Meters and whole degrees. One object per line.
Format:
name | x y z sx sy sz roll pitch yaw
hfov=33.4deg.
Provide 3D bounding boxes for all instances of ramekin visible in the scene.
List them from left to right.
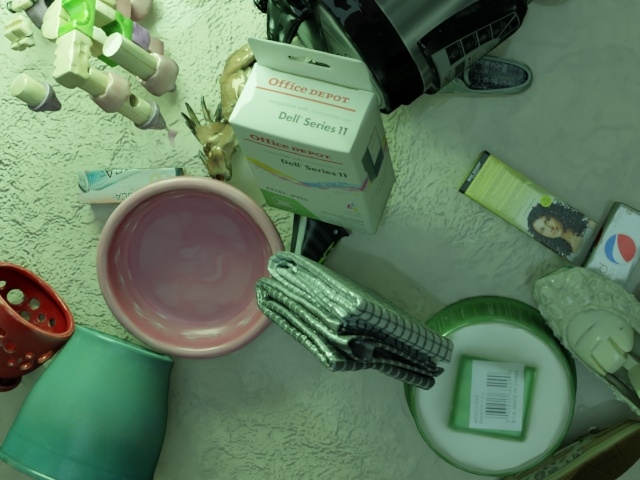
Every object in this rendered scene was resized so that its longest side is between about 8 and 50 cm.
ramekin | 0.290 0.252 1.817 0.304 0.148 0.303 0 94 7

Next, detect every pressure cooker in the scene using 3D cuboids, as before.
pressure cooker | 0.094 -0.405 1.672 0.420 0.375 0.370 -40 121 -3

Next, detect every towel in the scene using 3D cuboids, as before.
towel | 0.050 0.137 1.735 0.235 0.284 0.121 26 93 -37

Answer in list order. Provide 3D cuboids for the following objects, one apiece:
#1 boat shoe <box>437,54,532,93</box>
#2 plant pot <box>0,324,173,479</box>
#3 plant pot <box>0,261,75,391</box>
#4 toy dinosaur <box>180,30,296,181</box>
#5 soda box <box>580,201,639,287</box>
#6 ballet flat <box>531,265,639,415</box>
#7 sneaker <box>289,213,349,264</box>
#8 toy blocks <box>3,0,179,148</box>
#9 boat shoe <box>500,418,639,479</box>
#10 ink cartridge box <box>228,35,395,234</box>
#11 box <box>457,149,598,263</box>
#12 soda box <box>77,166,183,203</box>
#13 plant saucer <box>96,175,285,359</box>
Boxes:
boat shoe | 0.249 -0.289 1.820 0.228 0.081 0.079 4 94 6
plant pot | -0.381 0.294 1.855 0.272 0.271 0.255 21 83 5
plant pot | -0.563 0.160 1.894 0.191 0.191 0.174 46 100 2
toy dinosaur | -0.139 -0.259 1.859 0.127 0.200 0.295 30 72 -35
soda box | 0.489 0.044 1.820 0.074 0.069 0.216 27 96 4
ballet flat | 0.512 0.202 1.728 0.409 0.147 0.147 43 97 -2
sneaker | 0.000 0.000 1.868 0.097 0.084 0.234 5 94 5
toy blocks | -0.348 -0.328 1.843 0.309 0.260 0.288 -17 61 31
boat shoe | 0.430 0.380 1.827 0.285 0.089 0.104 -34 132 10
ink cartridge box | -0.012 -0.156 1.673 0.207 0.353 0.119 16 68 18
box | 0.355 -0.059 1.835 0.232 0.058 0.087 32 97 4
soda box | -0.338 -0.098 1.915 0.183 0.058 0.062 -2 94 6
plant saucer | -0.221 0.042 1.869 0.332 0.084 0.332 1 107 3
